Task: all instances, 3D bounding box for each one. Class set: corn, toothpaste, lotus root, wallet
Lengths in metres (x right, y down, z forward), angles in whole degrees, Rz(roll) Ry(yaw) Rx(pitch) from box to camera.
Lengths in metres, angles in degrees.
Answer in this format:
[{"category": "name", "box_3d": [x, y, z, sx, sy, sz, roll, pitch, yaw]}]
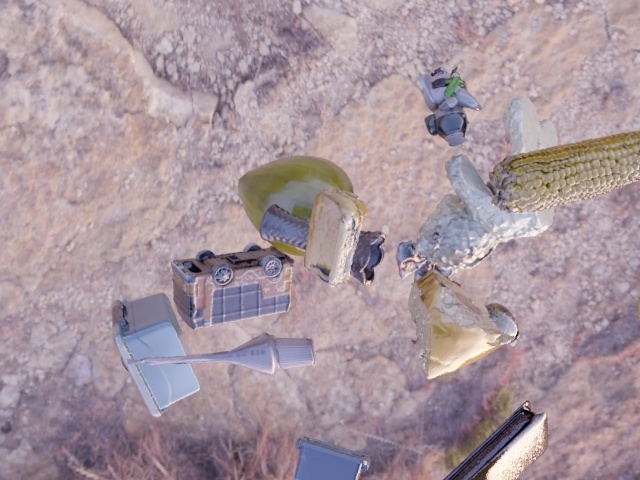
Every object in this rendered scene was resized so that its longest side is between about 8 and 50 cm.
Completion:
[{"category": "corn", "box_3d": [0.441, -0.119, 1.175, 0.318, 0.115, 0.115, -11, 123, 0]}, {"category": "toothpaste", "box_3d": [-0.148, 0.181, 1.059, 0.283, 0.068, 0.099, -2, 142, 4]}, {"category": "lotus root", "box_3d": [0.527, 0.240, 1.969, 0.088, 0.088, 0.165, -41, 113, 14]}, {"category": "wallet", "box_3d": [0.189, 0.279, 0.786, 0.198, 0.031, 0.110, -36, 136, -18]}]

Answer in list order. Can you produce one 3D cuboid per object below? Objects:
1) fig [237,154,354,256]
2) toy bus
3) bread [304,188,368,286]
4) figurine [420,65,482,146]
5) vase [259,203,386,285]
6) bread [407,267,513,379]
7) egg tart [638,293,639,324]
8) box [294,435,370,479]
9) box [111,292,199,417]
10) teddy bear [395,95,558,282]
[{"category": "fig", "box_3d": [-0.062, -0.094, 1.559, 0.271, 0.239, 0.239, 25, 117, 7]}, {"category": "toy bus", "box_3d": [-0.214, 0.109, 1.636, 0.275, 0.138, 0.167, -7, 111, -30]}, {"category": "bread", "box_3d": [0.017, -0.006, 0.790, 0.053, 0.072, 0.105, -5, 117, -38]}, {"category": "figurine", "box_3d": [0.289, -0.310, 1.528, 0.126, 0.192, 0.147, -23, 155, 27]}, {"category": "vase", "box_3d": [0.000, 0.000, 1.322, 0.238, 0.115, 0.115, 19, 122, 18]}, {"category": "bread", "box_3d": [0.309, 0.159, 1.513, 0.224, 0.183, 0.211, -14, 134, -11]}, {"category": "egg tart", "box_3d": [0.792, 0.171, 1.399, 0.290, 0.290, 0.115, -9, 155, -6]}, {"category": "box", "box_3d": [0.012, 0.301, 0.900, 0.099, 0.074, 0.054, 14, 80, 11]}, {"category": "box", "box_3d": [-0.337, 0.224, 1.364, 0.130, 0.162, 0.226, -22, 119, -8]}, {"category": "teddy bear", "box_3d": [0.359, -0.105, 1.612, 0.362, 0.375, 0.327, -13, 155, 38]}]
